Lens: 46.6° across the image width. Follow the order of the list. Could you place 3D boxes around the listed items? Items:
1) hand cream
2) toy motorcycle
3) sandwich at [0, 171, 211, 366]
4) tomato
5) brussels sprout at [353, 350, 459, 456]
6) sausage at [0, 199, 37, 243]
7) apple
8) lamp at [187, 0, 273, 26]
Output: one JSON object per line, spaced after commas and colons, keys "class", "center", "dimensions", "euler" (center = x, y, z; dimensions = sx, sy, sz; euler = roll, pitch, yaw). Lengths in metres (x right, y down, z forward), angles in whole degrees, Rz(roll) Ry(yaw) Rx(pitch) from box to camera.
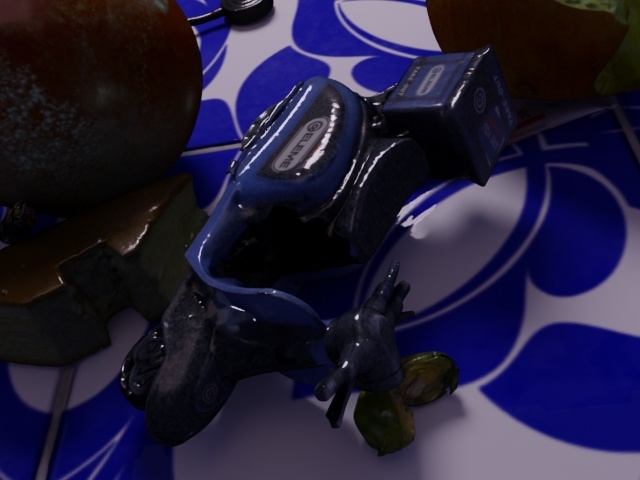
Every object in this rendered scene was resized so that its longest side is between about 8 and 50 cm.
{"class": "hand cream", "center": [0.171, -0.109, 0.698], "dimensions": [0.216, 0.038, 0.052], "euler": [-20, 73, -10]}
{"class": "toy motorcycle", "center": [0.000, 0.000, 0.551], "dimensions": [0.212, 0.125, 0.358], "euler": [5, 52, 39]}
{"class": "sandwich", "center": [-0.189, 0.034, 0.610], "dimensions": [0.244, 0.090, 0.088], "euler": [-29, 43, -17]}
{"class": "tomato", "center": [-0.242, -0.131, 0.675], "dimensions": [0.270, 0.223, 0.270], "euler": [-4, 10, 1]}
{"class": "brussels sprout", "center": [0.057, 0.109, 0.512], "dimensions": [0.051, 0.046, 0.083], "euler": [24, 47, 36]}
{"class": "sausage", "center": [-0.269, -0.013, 0.653], "dimensions": [0.025, 0.028, 0.198], "euler": [-2, -2, -27]}
{"class": "apple", "center": [0.216, -0.249, 0.665], "dimensions": [0.246, 0.226, 0.246], "euler": [-8, 25, 4]}
{"class": "lamp", "center": [-0.245, -0.276, 0.906], "dimensions": [0.371, 0.108, 0.130], "euler": [-13, 44, 2]}
